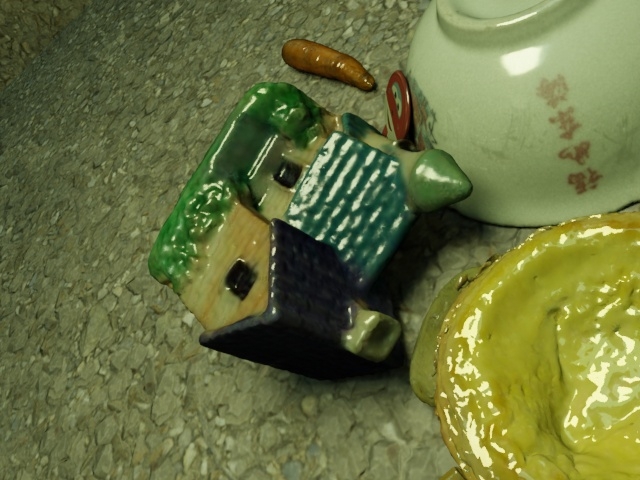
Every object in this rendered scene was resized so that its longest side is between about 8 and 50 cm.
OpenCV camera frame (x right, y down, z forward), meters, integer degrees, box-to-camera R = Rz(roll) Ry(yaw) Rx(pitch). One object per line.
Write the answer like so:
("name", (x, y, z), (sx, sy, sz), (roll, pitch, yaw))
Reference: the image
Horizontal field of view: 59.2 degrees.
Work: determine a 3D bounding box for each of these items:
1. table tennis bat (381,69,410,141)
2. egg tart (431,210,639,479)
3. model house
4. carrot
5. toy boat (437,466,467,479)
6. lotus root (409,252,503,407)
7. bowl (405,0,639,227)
("table tennis bat", (0.099, -0.161, 0.766), (0.019, 0.154, 0.098), (-4, 65, -9))
("egg tart", (0.253, 0.120, 0.469), (0.315, 0.120, 0.314), (-14, 56, 22))
("model house", (0.000, 0.000, 0.654), (0.312, 0.245, 0.280), (-57, 38, 2))
("carrot", (0.015, -0.306, 0.980), (0.248, 0.059, 0.059), (35, 86, 41))
("toy boat", (0.162, 0.317, 0.417), (0.089, 0.115, 0.310), (-39, 46, 10))
("lotus root", (0.155, 0.091, 0.596), (0.090, 0.077, 0.183), (20, 77, 42))
("bowl", (0.255, -0.247, 0.660), (0.435, 0.196, 0.434), (-19, 53, 27))
